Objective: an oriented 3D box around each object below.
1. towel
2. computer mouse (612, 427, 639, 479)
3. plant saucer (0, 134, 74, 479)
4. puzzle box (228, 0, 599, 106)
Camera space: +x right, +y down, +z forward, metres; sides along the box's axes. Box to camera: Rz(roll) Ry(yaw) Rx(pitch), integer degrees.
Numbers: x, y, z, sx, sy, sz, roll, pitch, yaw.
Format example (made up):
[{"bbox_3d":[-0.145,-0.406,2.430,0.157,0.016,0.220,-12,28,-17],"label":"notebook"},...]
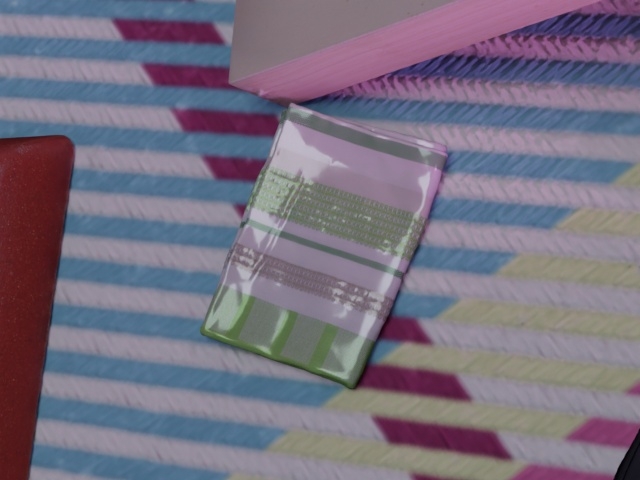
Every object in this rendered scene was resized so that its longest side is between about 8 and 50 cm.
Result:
[{"bbox_3d":[0.000,0.000,1.131,0.113,0.023,0.152,17,80,28],"label":"towel"},{"bbox_3d":[0.218,0.039,1.000,0.262,0.060,0.184,-46,61,2],"label":"computer mouse"},{"bbox_3d":[-0.294,0.052,1.229,0.258,0.048,0.259,-2,72,23],"label":"plant saucer"},{"bbox_3d":[0.109,-0.247,1.064,0.409,0.052,0.272,-14,64,45],"label":"puzzle box"}]
